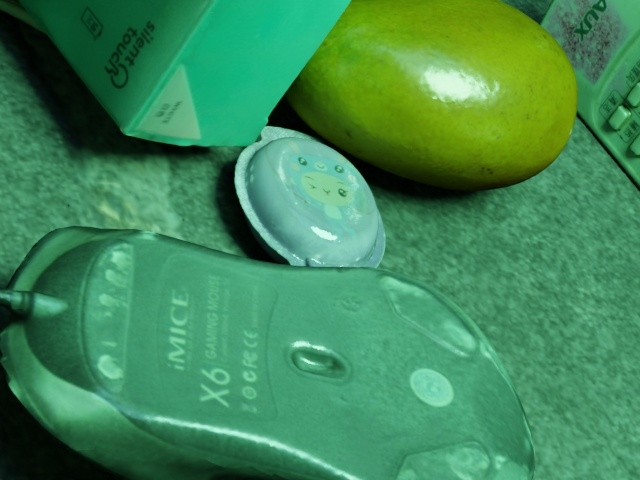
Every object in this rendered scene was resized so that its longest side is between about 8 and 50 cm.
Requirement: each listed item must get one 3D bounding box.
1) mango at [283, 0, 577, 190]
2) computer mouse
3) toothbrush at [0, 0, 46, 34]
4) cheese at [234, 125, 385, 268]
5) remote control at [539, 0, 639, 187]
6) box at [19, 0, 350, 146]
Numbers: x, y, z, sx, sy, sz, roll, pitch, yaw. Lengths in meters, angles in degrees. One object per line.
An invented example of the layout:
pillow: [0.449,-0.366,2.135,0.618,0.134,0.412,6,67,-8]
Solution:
mango: [0.075,-0.101,1.259,0.221,0.120,0.151,0,37,-38]
computer mouse: [-0.063,0.073,1.000,0.379,0.090,0.167,18,41,-14]
toothbrush: [-0.226,-0.171,1.177,0.263,0.026,0.022,28,29,-11]
cheese: [0.000,0.000,1.160,0.105,0.042,0.191,10,45,-29]
remote control: [0.292,-0.071,1.383,0.050,0.145,0.344,-17,61,-42]
box: [-0.113,-0.232,1.159,0.118,0.205,0.311,-7,51,-51]
